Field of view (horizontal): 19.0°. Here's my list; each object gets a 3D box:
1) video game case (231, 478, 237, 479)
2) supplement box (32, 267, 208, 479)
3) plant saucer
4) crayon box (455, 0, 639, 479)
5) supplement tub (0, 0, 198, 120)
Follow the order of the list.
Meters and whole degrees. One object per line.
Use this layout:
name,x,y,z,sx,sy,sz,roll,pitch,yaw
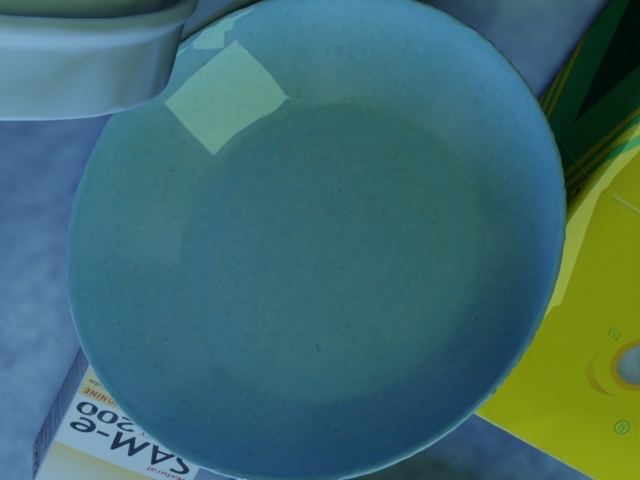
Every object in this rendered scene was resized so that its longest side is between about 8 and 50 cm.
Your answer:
video game case,0.016,0.215,0.863,0.212,0.023,0.193,25,105,-18
supplement box,-0.071,0.063,0.783,0.062,0.036,0.098,22,106,-15
plant saucer,0.000,0.000,0.724,0.195,0.195,0.037,-34,155,5
crayon box,0.271,0.002,0.776,0.363,0.106,0.313,30,104,-18
supplement tub,-0.107,-0.224,0.557,0.241,0.241,0.331,10,109,-13
